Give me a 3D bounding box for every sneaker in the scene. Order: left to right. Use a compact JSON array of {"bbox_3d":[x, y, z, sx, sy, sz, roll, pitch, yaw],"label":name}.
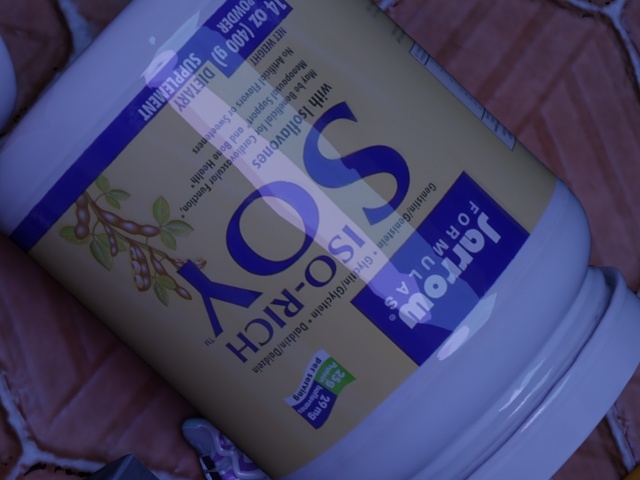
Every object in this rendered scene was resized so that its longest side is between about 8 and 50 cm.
[{"bbox_3d":[-0.055,0.155,1.150,0.098,0.038,0.069,38,65,-7],"label":"sneaker"}]

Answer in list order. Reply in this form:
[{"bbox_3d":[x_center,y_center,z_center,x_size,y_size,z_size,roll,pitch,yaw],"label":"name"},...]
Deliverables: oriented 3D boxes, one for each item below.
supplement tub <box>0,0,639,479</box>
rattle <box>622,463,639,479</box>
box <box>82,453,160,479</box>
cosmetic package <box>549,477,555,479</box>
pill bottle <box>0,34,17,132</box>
[{"bbox_3d":[0.000,0.000,1.102,0.331,0.241,0.241,43,66,-5],"label":"supplement tub"},{"bbox_3d":[0.312,0.192,1.291,0.200,0.143,0.130,9,61,-57],"label":"rattle"},{"bbox_3d":[-0.077,0.260,1.056,0.231,0.056,0.183,46,46,-14],"label":"box"},{"bbox_3d":[0.156,0.242,1.162,0.238,0.127,0.107,44,66,-7],"label":"cosmetic package"},{"bbox_3d":[-0.355,-0.001,0.975,0.224,0.224,0.392,40,65,-7],"label":"pill bottle"}]
